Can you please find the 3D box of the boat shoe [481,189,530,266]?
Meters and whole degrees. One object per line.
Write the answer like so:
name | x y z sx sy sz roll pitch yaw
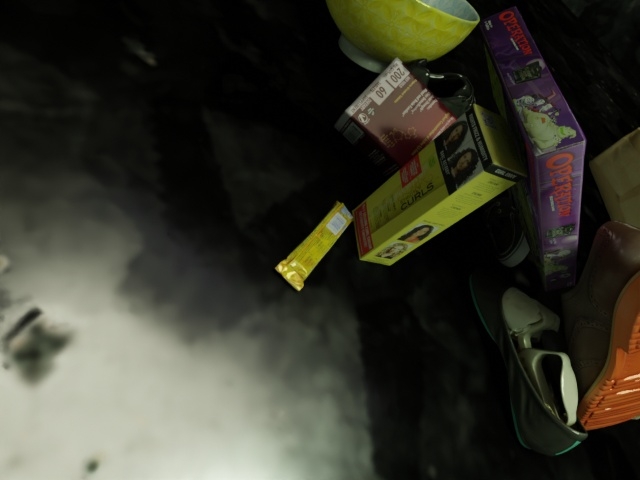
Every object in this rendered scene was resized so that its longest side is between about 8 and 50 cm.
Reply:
boat shoe | 0.328 -0.052 0.777 0.076 0.080 0.228 28 50 -7

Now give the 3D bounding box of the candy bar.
candy bar | 0.000 0.000 0.556 0.040 0.018 0.161 47 47 -7

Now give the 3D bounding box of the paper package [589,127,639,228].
paper package | 0.921 -0.085 1.144 0.309 0.168 0.325 19 54 -24

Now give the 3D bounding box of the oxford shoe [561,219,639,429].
oxford shoe | 0.401 0.134 0.587 0.130 0.364 0.133 -11 38 -3

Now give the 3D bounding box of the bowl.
bowl | 0.117 -0.399 0.768 0.289 0.156 0.289 18 43 -17

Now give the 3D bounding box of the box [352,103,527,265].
box | 0.130 -0.055 0.533 0.058 0.232 0.087 11 59 -29

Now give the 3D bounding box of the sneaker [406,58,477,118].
sneaker | 0.243 -0.229 0.787 0.286 0.130 0.109 14 55 -29

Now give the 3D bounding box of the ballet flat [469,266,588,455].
ballet flat | 0.306 0.155 0.623 0.095 0.096 0.280 6 61 -32

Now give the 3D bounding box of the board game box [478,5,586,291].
board game box | 0.277 -0.090 0.559 0.347 0.056 0.208 45 38 -52

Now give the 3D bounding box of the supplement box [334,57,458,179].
supplement box | 0.155 -0.151 0.683 0.239 0.073 0.130 43 78 -6

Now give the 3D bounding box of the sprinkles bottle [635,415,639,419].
sprinkles bottle | 0.583 0.179 0.783 0.355 0.121 0.121 -21 77 -40
